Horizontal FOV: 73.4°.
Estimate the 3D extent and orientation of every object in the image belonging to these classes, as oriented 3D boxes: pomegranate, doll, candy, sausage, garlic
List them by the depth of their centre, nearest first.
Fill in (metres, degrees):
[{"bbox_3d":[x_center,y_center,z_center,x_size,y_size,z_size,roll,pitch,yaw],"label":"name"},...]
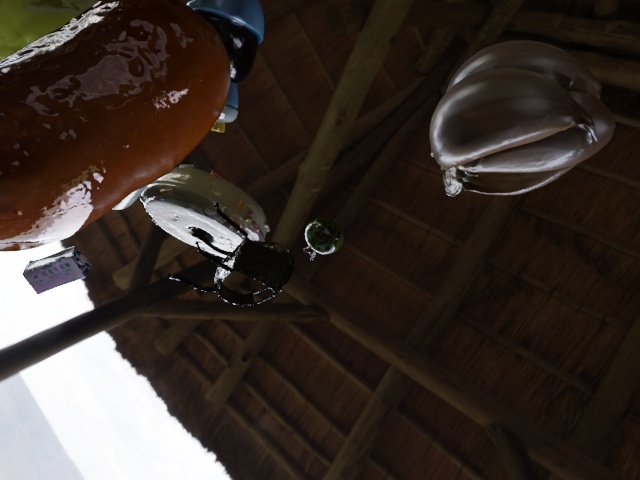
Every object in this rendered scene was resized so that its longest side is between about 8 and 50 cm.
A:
[{"bbox_3d":[-0.180,-0.093,0.339,0.133,0.258,0.133,39,-22,19],"label":"sausage"},{"bbox_3d":[0.212,-0.146,0.487,0.191,0.214,0.160,-14,-109,25],"label":"garlic"},{"bbox_3d":[-0.195,-0.374,0.834,0.141,0.177,0.313,17,-82,13],"label":"doll"},{"bbox_3d":[0.000,0.000,1.298,0.122,0.122,0.161,46,-64,15],"label":"pomegranate"},{"bbox_3d":[-0.799,0.088,1.299,0.073,0.160,0.092,-120,-169,-55],"label":"candy"}]

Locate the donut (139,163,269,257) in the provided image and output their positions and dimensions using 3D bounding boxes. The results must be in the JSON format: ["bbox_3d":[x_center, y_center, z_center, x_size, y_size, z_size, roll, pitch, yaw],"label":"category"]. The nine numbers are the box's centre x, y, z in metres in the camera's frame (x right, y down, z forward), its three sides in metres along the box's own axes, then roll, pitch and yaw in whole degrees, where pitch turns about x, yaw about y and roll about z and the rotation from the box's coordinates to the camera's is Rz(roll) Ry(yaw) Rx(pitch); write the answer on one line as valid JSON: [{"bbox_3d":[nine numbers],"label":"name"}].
[{"bbox_3d":[-0.317,-0.074,1.238,0.383,0.142,0.382,19,-21,8],"label":"donut"}]

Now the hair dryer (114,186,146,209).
[{"bbox_3d":[-0.537,-0.162,0.890,0.173,0.358,0.107,-30,-117,42],"label":"hair dryer"}]

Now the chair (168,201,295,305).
[{"bbox_3d":[-0.175,0.043,0.896,0.213,0.174,0.149,30,-43,-15],"label":"chair"}]

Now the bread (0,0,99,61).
[{"bbox_3d":[-0.382,-0.293,0.621,0.348,0.308,0.347,-174,-90,-68],"label":"bread"}]
